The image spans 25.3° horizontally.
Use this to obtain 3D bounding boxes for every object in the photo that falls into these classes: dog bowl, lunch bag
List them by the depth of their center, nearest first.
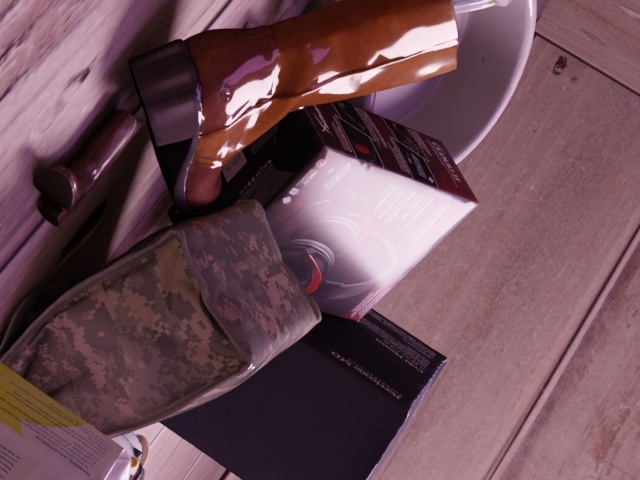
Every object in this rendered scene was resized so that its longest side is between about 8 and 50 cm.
[{"bbox_3d":[-0.176,0.095,1.348,0.287,0.169,0.235,-30,179,18],"label":"lunch bag"},{"bbox_3d":[0.125,-0.222,1.700,0.349,0.102,0.348,-33,141,-32],"label":"dog bowl"}]

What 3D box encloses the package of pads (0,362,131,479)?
[{"bbox_3d":[-0.261,0.192,1.022,0.101,0.229,0.296,-52,170,-38],"label":"package of pads"}]

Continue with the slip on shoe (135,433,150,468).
[{"bbox_3d":[-0.294,0.331,2.044,0.135,0.051,0.041,-48,157,-21],"label":"slip on shoe"}]

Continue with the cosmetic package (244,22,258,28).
[{"bbox_3d":[-0.062,-0.181,1.468,0.060,0.041,0.115,-57,172,2],"label":"cosmetic package"}]

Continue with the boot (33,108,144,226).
[{"bbox_3d":[-0.184,-0.072,1.161,0.114,0.037,0.106,-51,-177,-23],"label":"boot"}]

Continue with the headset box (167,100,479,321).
[{"bbox_3d":[0.016,-0.033,1.588,0.293,0.110,0.218,18,126,-45],"label":"headset box"}]

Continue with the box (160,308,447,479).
[{"bbox_3d":[-0.055,0.146,1.695,0.179,0.343,0.312,-58,172,11],"label":"box"}]

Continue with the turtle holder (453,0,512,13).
[{"bbox_3d":[0.116,-0.346,1.235,0.320,0.227,0.243,-60,171,19],"label":"turtle holder"}]

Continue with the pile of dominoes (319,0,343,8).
[{"bbox_3d":[0.094,-0.264,1.468,0.251,0.040,0.196,-21,-141,42],"label":"pile of dominoes"}]

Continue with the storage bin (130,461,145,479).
[{"bbox_3d":[-0.289,0.309,1.844,0.135,0.098,0.091,-52,160,-33],"label":"storage bin"}]

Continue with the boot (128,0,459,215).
[{"bbox_3d":[-0.017,-0.134,1.270,0.281,0.096,0.264,-19,153,-7],"label":"boot"}]

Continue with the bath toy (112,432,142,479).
[{"bbox_3d":[-0.292,0.321,1.699,0.348,0.129,0.151,-57,161,-1],"label":"bath toy"}]
